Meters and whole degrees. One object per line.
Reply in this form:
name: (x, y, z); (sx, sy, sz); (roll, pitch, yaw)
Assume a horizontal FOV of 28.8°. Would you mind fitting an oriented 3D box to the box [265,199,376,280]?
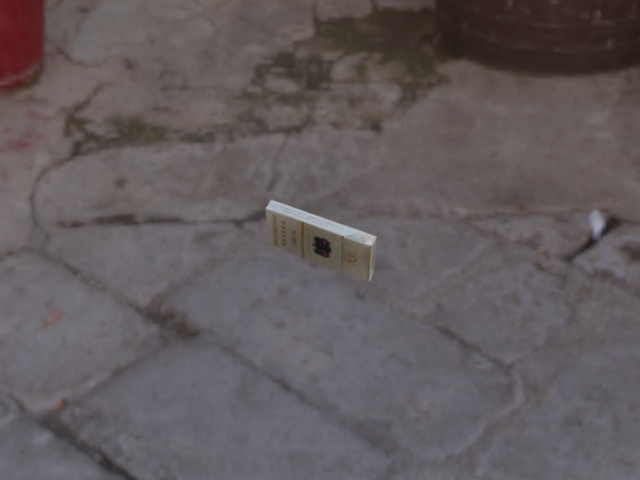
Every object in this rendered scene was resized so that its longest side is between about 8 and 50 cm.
box: (0.000, 0.000, 1.812); (0.167, 0.090, 0.024); (20, 56, 14)
